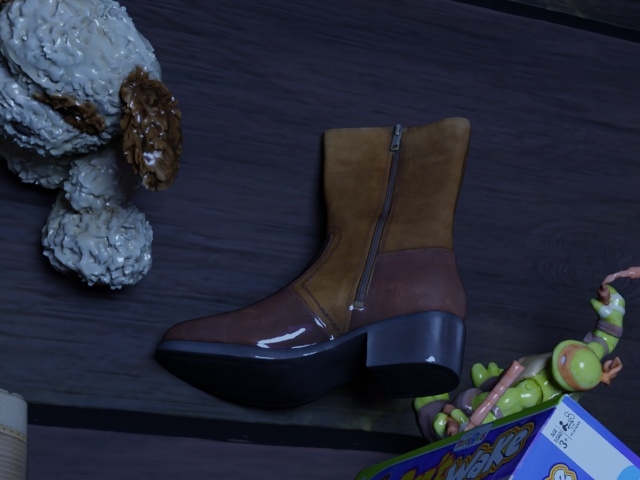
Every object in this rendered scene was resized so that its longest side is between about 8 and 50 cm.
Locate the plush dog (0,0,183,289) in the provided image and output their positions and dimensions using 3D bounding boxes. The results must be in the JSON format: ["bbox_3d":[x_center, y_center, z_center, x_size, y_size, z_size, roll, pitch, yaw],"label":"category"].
[{"bbox_3d":[-0.196,-0.116,0.801,0.262,0.225,0.210,37,63,-5],"label":"plush dog"}]

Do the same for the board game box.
[{"bbox_3d":[0.052,0.249,0.701,0.078,0.347,0.233,42,62,-1],"label":"board game box"}]

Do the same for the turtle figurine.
[{"bbox_3d":[0.187,0.120,0.870,0.270,0.217,0.087,-33,86,-27],"label":"turtle figurine"}]

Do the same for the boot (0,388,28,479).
[{"bbox_3d":[-0.302,0.168,0.593,0.249,0.090,0.206,17,63,-21],"label":"boot"}]

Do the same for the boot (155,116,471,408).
[{"bbox_3d":[0.000,0.000,0.898,0.264,0.096,0.280,-8,52,17],"label":"boot"}]
